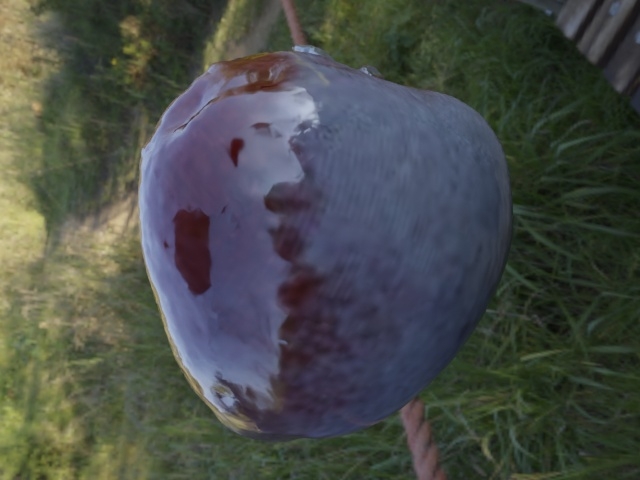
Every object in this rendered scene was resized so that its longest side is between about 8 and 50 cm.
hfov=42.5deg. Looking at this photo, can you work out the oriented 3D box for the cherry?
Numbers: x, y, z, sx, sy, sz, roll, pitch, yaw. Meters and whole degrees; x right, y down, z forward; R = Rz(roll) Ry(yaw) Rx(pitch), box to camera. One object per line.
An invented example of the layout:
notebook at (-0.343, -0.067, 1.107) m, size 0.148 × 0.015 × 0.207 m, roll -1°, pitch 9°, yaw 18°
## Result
cherry at (0.011, -0.001, 0.710) m, size 0.291 × 0.326 × 0.335 m, roll 13°, pitch 119°, yaw 55°
